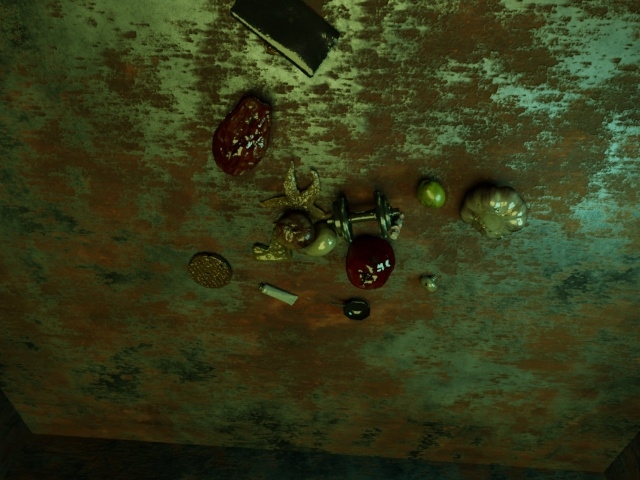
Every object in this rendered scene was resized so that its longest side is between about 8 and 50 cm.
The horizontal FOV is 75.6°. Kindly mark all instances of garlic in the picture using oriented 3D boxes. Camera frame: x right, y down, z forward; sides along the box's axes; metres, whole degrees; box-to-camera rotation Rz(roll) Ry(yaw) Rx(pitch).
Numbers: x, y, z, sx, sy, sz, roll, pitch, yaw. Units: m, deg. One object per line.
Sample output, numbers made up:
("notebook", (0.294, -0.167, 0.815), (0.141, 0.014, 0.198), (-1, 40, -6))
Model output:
("garlic", (0.673, -0.123, 1.607), (0.245, 0.160, 0.244), (15, 141, 13))

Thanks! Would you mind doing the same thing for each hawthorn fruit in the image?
("hawthorn fruit", (0.197, 0.113, 1.744), (0.211, 0.266, 0.230), (21, 123, 11))

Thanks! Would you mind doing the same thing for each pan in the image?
("pan", (0.153, 0.312, 2.011), (0.128, 0.048, 0.202), (-37, 117, 24))

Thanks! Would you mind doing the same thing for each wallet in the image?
("wallet", (-0.108, -0.683, 1.307), (0.321, 0.044, 0.170), (33, 102, -18))

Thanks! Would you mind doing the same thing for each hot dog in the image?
("hot dog", (-0.148, -0.644, 1.358), (0.084, 0.035, 0.058), (-10, 127, 11))

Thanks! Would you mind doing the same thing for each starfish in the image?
("starfish", (-0.112, -0.159, 1.689), (0.303, 0.060, 0.299), (-26, 122, 21))

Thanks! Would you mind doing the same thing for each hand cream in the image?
("hand cream", (-0.208, 0.259, 2.008), (0.195, 0.042, 0.067), (25, 115, -20))

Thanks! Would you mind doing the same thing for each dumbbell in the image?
("dumbbell", (0.168, -0.093, 1.635), (0.291, 0.192, 0.191), (-8, 124, 10))

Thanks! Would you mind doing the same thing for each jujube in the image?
("jujube", (-0.275, -0.370, 1.470), (0.197, 0.197, 0.290), (25, 108, -13))

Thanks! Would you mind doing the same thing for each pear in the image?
("pear", (0.430, -0.178, 1.609), (0.107, 0.107, 0.131), (-19, 133, 16))

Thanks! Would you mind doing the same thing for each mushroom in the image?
("mushroom", (0.502, 0.190, 1.895), (0.079, 0.085, 0.085), (-47, 116, -8))

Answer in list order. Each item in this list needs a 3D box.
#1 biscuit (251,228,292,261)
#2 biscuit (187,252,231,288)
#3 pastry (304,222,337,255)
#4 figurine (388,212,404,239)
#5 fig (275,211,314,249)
("biscuit", (-0.224, 0.025, 1.839), (0.184, 0.038, 0.174), (-6, 126, 7))
("biscuit", (-0.520, 0.145, 1.946), (0.213, 0.036, 0.212), (2, 127, 2))
("pastry", (0.000, 0.000, 1.736), (0.156, 0.156, 0.092), (-38, 116, 26))
("figurine", (0.307, -0.061, 1.690), (0.054, 0.129, 0.072), (28, 128, 0))
("fig", (-0.115, -0.020, 1.696), (0.160, 0.143, 0.230), (32, 146, -3))
